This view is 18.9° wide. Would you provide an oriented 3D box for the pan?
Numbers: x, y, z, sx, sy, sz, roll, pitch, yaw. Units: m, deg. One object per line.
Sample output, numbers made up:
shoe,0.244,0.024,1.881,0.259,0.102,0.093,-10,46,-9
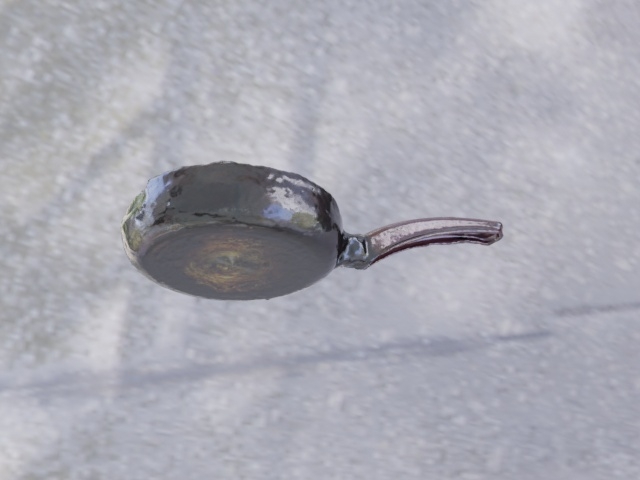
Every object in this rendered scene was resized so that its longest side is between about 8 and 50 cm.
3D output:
pan,0.001,0.003,0.995,0.115,0.212,0.040,133,135,-56
